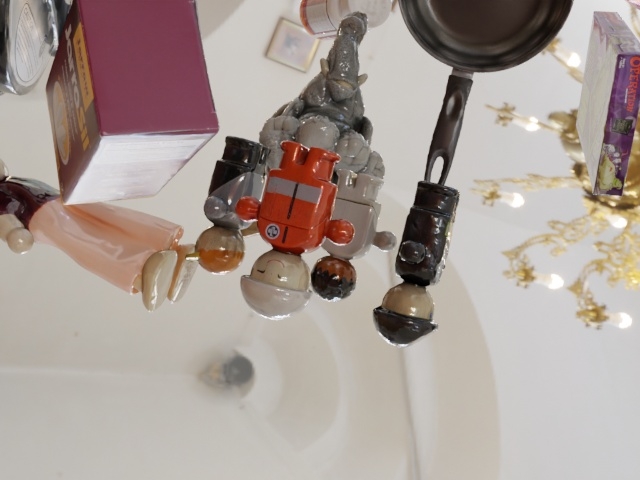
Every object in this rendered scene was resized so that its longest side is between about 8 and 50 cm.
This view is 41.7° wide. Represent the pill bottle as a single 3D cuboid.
[{"bbox_3d":[0.052,-0.485,1.757,0.221,0.121,0.121,18,-86,63],"label":"pill bottle"}]

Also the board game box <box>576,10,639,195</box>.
[{"bbox_3d":[0.449,-0.226,1.316,0.056,0.347,0.208,2,-65,12],"label":"board game box"}]

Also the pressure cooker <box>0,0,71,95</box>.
[{"bbox_3d":[-0.492,-0.391,1.118,0.370,0.420,0.375,-95,-161,-63],"label":"pressure cooker"}]

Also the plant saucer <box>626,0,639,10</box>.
[{"bbox_3d":[0.381,-0.394,1.038,0.084,0.332,0.332,-44,-129,39],"label":"plant saucer"}]

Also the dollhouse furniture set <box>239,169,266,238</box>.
[{"bbox_3d":[-0.086,-0.099,1.413,0.123,0.151,0.144,87,-11,-74],"label":"dollhouse furniture set"}]

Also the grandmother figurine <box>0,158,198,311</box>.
[{"bbox_3d":[-0.312,-0.029,0.992,0.342,0.208,0.104,24,-88,11],"label":"grandmother figurine"}]

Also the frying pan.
[{"bbox_3d":[0.195,-0.225,0.952,0.197,0.053,0.326,-8,-82,9],"label":"frying pan"}]

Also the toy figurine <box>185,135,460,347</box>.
[{"bbox_3d":[0.000,0.000,0.766,0.209,0.213,0.148,17,-87,58],"label":"toy figurine"}]

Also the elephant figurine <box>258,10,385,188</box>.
[{"bbox_3d":[0.008,-0.148,1.092,0.186,0.169,0.239,-21,-143,20],"label":"elephant figurine"}]

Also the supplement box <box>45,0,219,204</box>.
[{"bbox_3d":[-0.146,-0.099,0.617,0.188,0.081,0.104,-25,-106,64],"label":"supplement box"}]
